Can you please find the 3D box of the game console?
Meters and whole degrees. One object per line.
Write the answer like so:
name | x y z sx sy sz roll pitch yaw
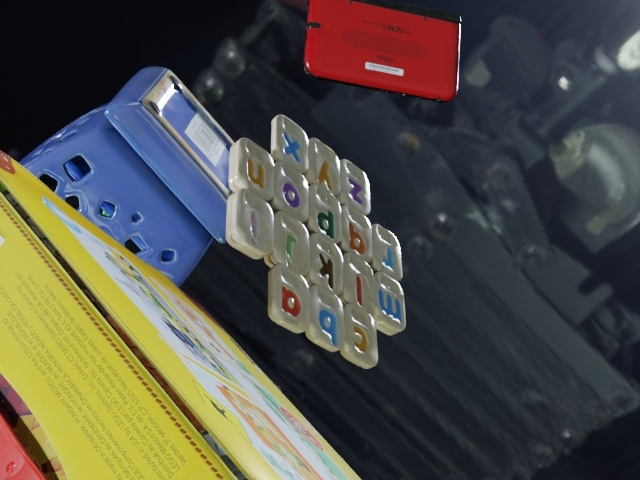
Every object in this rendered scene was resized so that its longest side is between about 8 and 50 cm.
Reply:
game console | 0.047 -0.183 0.957 0.143 0.085 0.124 8 -104 -15

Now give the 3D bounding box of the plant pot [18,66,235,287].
plant pot | -0.217 -0.065 1.267 0.236 0.212 0.236 48 -163 -15

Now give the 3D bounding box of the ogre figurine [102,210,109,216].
ogre figurine | -0.341 -0.070 1.944 0.118 0.097 0.197 12 -155 0

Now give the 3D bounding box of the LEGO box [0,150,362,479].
LEGO box | -0.104 0.187 0.713 0.500 0.193 0.372 42 178 36

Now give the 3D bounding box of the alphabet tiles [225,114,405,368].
alphabet tiles | 0.000 0.000 1.190 0.284 0.021 0.278 32 -136 -39
